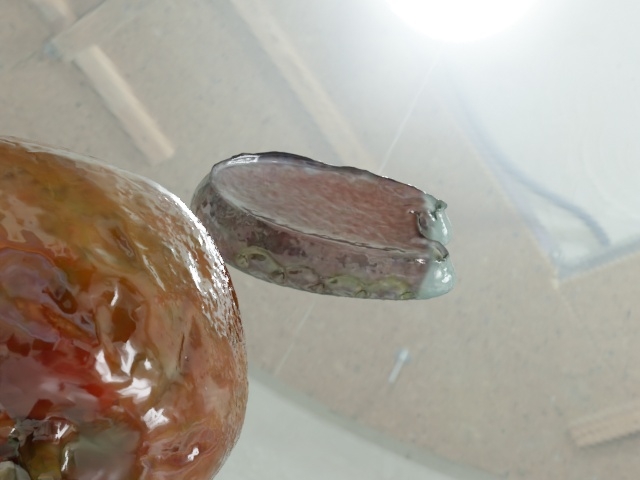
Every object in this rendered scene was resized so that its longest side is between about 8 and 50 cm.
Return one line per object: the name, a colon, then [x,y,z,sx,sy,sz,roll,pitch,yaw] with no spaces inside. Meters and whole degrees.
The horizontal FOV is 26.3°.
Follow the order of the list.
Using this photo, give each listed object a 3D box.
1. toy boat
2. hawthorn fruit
toy boat: [0.000,0.000,1.157,0.227,0.155,0.085,13,-58,-4]
hawthorn fruit: [-0.168,0.086,0.776,0.277,0.298,0.277,-6,-73,-19]
